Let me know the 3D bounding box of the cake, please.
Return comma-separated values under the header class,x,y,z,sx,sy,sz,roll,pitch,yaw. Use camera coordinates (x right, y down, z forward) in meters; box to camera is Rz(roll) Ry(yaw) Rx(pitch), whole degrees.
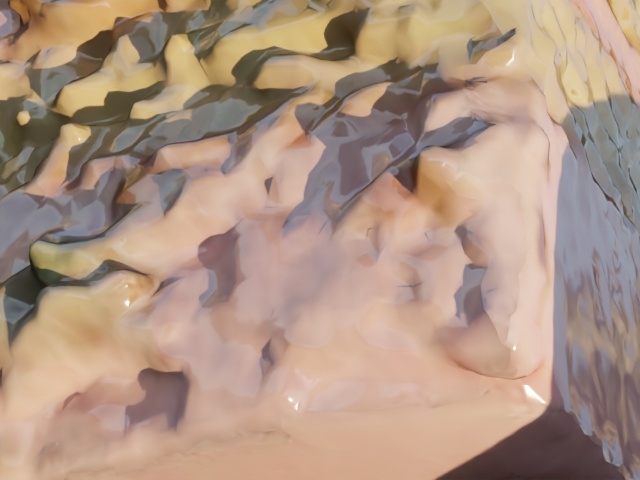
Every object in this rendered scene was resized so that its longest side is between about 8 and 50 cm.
class,x,y,z,sx,sy,sz,roll,pitch,yaw
cake,0.000,0.000,0.506,0.293,0.314,0.307,44,37,-44
